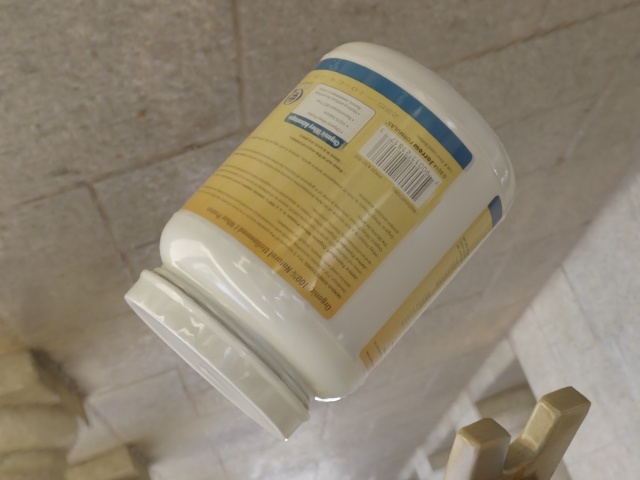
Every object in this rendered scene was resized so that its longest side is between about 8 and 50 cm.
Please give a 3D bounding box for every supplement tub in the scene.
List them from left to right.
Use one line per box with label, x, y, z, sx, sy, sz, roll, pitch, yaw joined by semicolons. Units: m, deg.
supplement tub;0.000;0.000;0.633;0.199;0.144;0.144;-48;167;-13

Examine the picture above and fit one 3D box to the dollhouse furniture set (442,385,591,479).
dollhouse furniture set;0.131;0.224;0.323;0.201;0.374;0.152;-9;124;-42
